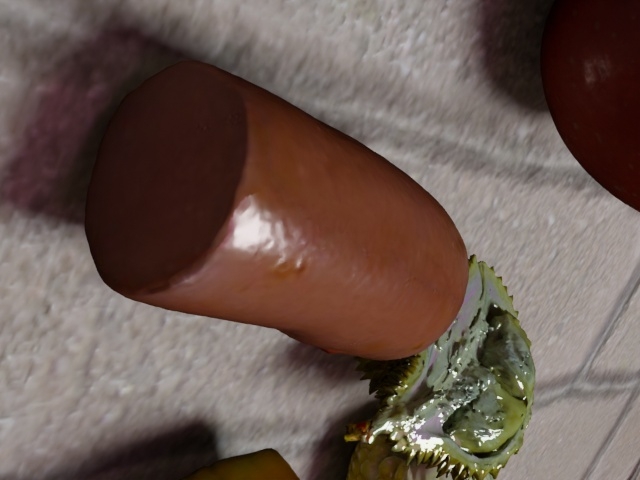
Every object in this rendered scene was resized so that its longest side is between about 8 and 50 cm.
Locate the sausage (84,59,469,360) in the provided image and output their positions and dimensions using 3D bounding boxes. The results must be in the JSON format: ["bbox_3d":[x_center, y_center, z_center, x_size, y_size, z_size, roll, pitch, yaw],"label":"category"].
[{"bbox_3d":[0.000,0.000,0.491,0.259,0.114,0.113,22,101,-54],"label":"sausage"}]

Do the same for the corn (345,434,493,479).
[{"bbox_3d":[0.076,0.276,0.784,0.122,0.123,0.305,-41,144,-46],"label":"corn"}]

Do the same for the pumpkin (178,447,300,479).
[{"bbox_3d":[-0.050,0.301,0.537,0.226,0.256,0.303,-25,101,-21],"label":"pumpkin"}]

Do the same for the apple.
[{"bbox_3d":[0.281,-0.122,0.592,0.260,0.216,0.260,-31,157,-15],"label":"apple"}]

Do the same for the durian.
[{"bbox_3d":[0.079,0.107,0.656,0.102,0.146,0.208,-26,179,41],"label":"durian"}]
